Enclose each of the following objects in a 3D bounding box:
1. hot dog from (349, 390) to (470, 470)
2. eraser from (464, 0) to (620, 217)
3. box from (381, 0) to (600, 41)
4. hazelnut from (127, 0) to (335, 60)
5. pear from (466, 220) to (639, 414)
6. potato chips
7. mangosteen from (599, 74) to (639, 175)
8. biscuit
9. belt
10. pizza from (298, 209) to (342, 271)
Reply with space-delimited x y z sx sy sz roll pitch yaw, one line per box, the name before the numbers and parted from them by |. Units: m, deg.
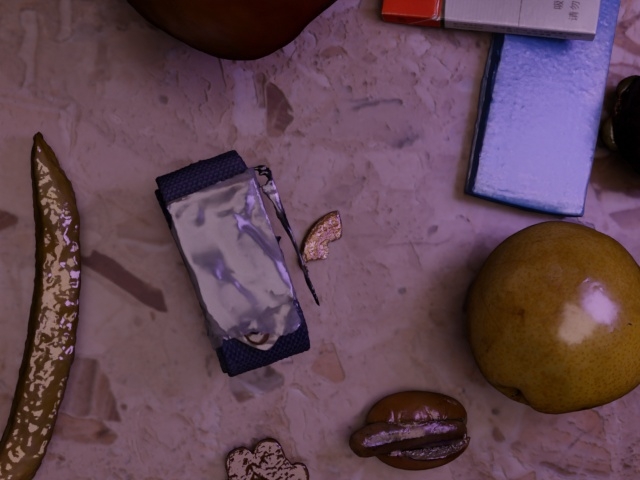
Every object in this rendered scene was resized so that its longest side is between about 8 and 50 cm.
hot dog | 0.101 0.214 1.096 0.140 0.060 0.089 5 81 -5
eraser | 0.268 -0.189 1.153 0.144 0.042 0.311 12 84 -8
box | 0.201 -0.309 1.120 0.245 0.035 0.139 9 85 8
hazelnut | -0.079 -0.368 0.959 0.366 0.366 0.365 1 87 -9
pear | 0.258 0.090 1.050 0.209 0.209 0.208 1 87 -9
potato chips | -0.299 0.085 1.039 0.080 0.057 0.406 8 86 -12
mangosteen | 0.402 -0.136 1.130 0.153 0.152 0.152 1 87 -9
biscuit | -0.052 0.309 1.082 0.124 0.026 0.175 -16 90 -11
belt | -0.084 0.021 1.036 0.126 0.139 0.230 -20 88 -9
pizza | 0.000 0.000 1.114 0.037 0.016 0.083 34 79 -5
